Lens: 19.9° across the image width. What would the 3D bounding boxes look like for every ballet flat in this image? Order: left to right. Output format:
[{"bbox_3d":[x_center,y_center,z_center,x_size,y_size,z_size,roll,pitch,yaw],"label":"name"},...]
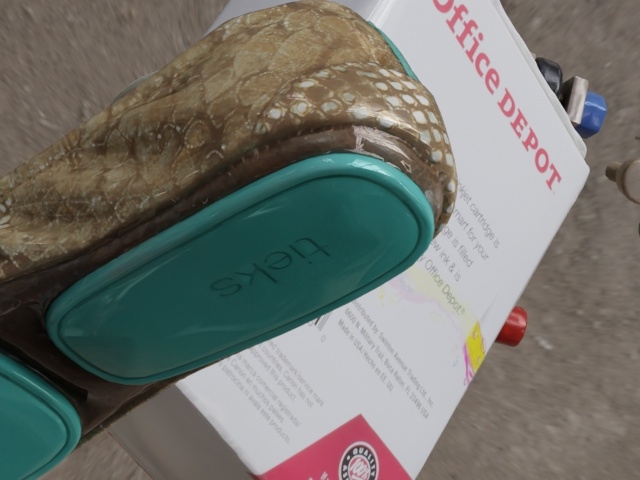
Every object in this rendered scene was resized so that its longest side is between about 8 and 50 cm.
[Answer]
[{"bbox_3d":[-0.062,0.010,0.410,0.206,0.067,0.073,-24,134,18],"label":"ballet flat"}]

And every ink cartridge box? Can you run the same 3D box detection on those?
[{"bbox_3d":[0.000,0.000,1.029,0.306,0.131,0.226,-58,134,-25],"label":"ink cartridge box"}]

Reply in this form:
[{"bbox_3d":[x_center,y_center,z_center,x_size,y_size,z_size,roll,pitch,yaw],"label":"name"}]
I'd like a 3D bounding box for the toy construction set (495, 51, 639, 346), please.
[{"bbox_3d":[0.164,-0.054,1.612,0.309,0.237,0.257,-7,100,-10],"label":"toy construction set"}]
